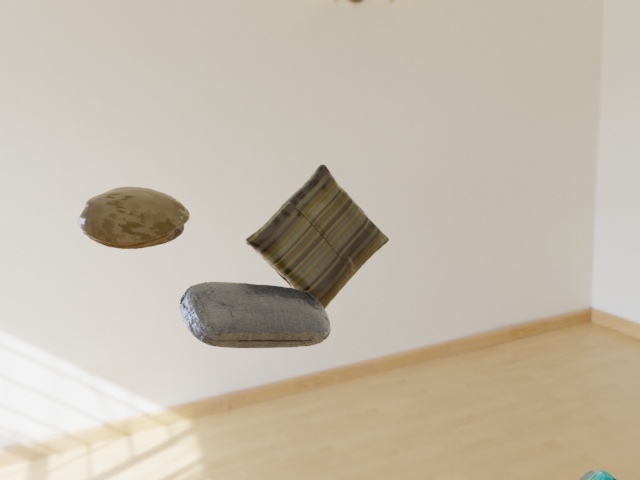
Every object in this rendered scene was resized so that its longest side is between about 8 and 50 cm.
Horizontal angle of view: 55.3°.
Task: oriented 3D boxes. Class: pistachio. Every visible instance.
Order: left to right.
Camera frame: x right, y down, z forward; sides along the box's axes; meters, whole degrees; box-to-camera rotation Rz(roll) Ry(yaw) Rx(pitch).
[{"bbox_3d":[-0.376,-0.044,1.241,0.226,0.135,0.136,-3,10,-37],"label":"pistachio"}]

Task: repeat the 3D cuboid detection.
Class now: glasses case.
[{"bbox_3d":[-0.097,0.121,0.995,0.283,0.067,0.109,7,40,-42],"label":"glasses case"}]

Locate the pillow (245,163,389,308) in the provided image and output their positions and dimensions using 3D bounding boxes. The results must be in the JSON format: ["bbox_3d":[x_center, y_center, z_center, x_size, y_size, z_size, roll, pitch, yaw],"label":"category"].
[{"bbox_3d":[0.000,0.000,1.147,0.208,0.212,0.052,-46,21,-9],"label":"pillow"}]

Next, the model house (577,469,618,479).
[{"bbox_3d":[0.190,0.226,0.395,0.100,0.149,0.127,-41,16,-1],"label":"model house"}]
